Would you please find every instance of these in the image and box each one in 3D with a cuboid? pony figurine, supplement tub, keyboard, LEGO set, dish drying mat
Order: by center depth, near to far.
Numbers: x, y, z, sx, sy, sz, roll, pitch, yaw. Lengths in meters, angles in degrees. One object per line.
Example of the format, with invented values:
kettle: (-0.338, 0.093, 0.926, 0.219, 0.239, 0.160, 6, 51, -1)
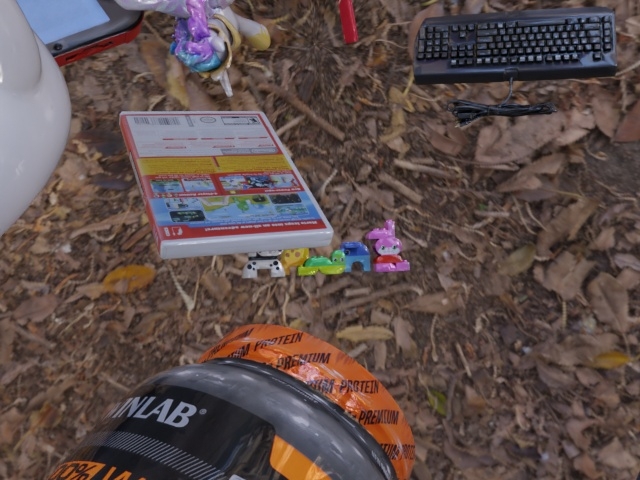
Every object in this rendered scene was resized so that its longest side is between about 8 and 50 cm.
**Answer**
supplement tub: (-0.086, 0.213, 0.395, 0.207, 0.338, 0.207, 18, 132, 21)
LEGO set: (0.000, 0.000, 1.015, 0.227, 0.087, 0.093, -2, 89, -11)
dish drying mat: (0.040, -0.345, 1.118, 0.008, 0.032, 0.083, -17, 103, -32)
keyboard: (0.307, -0.281, 1.175, 0.317, 0.033, 0.202, 0, 76, 15)
pony figurine: (-0.199, -0.443, 1.264, 0.302, 0.363, 0.351, -16, 111, 9)

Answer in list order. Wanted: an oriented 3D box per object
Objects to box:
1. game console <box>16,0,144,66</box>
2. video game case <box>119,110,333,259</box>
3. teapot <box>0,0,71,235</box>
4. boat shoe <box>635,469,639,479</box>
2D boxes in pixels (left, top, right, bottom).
game console: (-0.569, -0.467, 1.387, 0.386, 0.060, 0.342, -29, 77, -25)
video game case: (-0.127, -0.082, 0.917, 0.204, 0.285, 0.025, -4, 130, -23)
teapot: (-0.307, -0.093, 0.463, 0.256, 0.252, 0.187, -50, 138, -16)
boat shoe: (0.203, 0.089, 0.313, 0.089, 0.109, 0.258, -11, 124, -29)
